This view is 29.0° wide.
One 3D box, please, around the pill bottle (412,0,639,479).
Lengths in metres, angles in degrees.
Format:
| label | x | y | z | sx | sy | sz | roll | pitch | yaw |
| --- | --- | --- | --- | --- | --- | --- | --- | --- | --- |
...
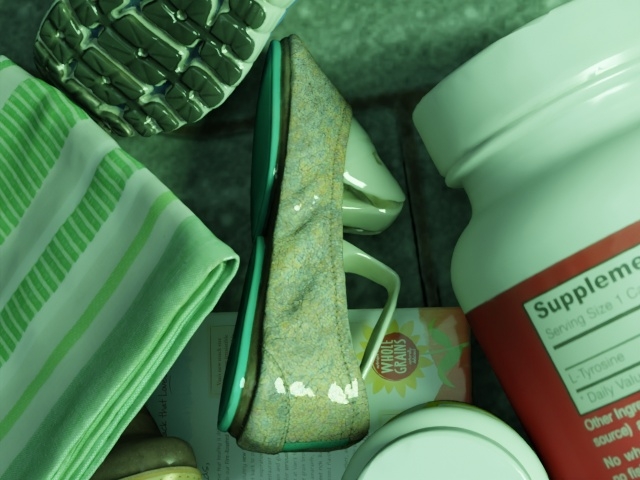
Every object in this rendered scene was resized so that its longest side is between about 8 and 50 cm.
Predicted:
| label | x | y | z | sx | sy | sz | roll | pitch | yaw |
| --- | --- | --- | --- | --- | --- | --- | --- | --- | --- |
| pill bottle | 0.222 | 0.061 | 0.747 | 0.229 | 0.229 | 0.407 | -27 | 82 | 5 |

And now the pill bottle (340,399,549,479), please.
| label | x | y | z | sx | sy | sz | roll | pitch | yaw |
| --- | --- | --- | --- | --- | --- | --- | --- | --- | --- |
| pill bottle | 0.070 | 0.152 | 0.702 | 0.119 | 0.208 | 0.119 | -1 | 84 | 7 |

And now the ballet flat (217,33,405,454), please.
| label | x | y | z | sx | sy | sz | roll | pitch | yaw |
| --- | --- | --- | --- | --- | --- | --- | --- | --- | --- |
| ballet flat | 0.000 | 0.000 | 0.818 | 0.106 | 0.107 | 0.316 | 10 | 58 | -9 |

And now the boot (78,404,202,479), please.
| label | x | y | z | sx | sy | sz | roll | pitch | yaw |
| --- | --- | --- | --- | --- | --- | --- | --- | --- | --- |
| boot | -0.161 | 0.076 | 0.813 | 0.090 | 0.248 | 0.206 | 3 | 80 | -36 |

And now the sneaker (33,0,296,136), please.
| label | x | y | z | sx | sy | sz | roll | pitch | yaw |
| --- | --- | --- | --- | --- | --- | --- | --- | --- | --- |
| sneaker | -0.062 | -0.195 | 0.872 | 0.330 | 0.147 | 0.130 | -34 | 107 | 20 |

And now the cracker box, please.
| label | x | y | z | sx | sy | sz | roll | pitch | yaw |
| --- | --- | --- | --- | --- | --- | --- | --- | --- | --- |
| cracker box | -0.010 | 0.126 | 0.855 | 0.232 | 0.067 | 0.155 | -1 | 84 | 7 |

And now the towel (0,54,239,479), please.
| label | x | y | z | sx | sy | sz | roll | pitch | yaw |
| --- | --- | --- | --- | --- | --- | --- | --- | --- | --- |
| towel | -0.208 | 0.032 | 0.810 | 0.248 | 0.038 | 0.325 | -54 | 44 | 5 |
